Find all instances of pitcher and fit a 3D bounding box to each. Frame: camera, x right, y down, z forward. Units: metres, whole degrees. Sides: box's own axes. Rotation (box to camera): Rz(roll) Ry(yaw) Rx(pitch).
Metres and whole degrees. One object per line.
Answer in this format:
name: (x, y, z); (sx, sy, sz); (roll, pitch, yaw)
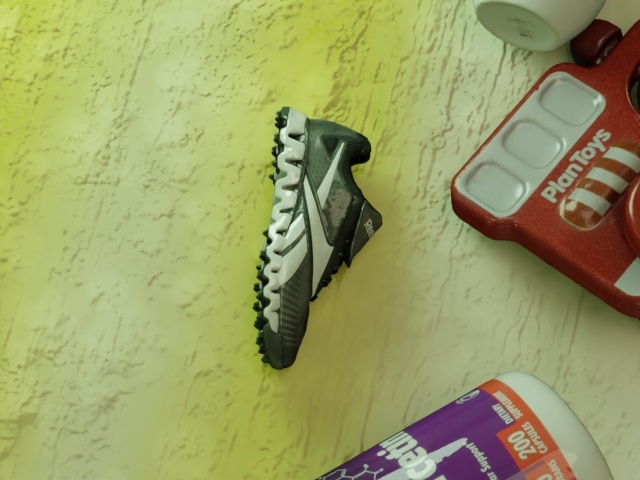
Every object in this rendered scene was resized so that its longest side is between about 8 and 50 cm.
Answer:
pitcher: (0.239, -0.274, 1.644); (0.177, 0.125, 0.207); (14, 69, 35)

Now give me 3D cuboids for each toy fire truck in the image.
toy fire truck: (0.294, -0.083, 1.620); (0.254, 0.169, 0.302); (35, 75, 20)

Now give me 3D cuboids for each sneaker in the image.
sneaker: (0.000, 0.000, 1.599); (0.106, 0.078, 0.234); (7, 76, -3)

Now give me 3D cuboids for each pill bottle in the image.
pill bottle: (0.077, 0.254, 1.503); (0.323, 0.181, 0.181); (-29, 83, -12)
